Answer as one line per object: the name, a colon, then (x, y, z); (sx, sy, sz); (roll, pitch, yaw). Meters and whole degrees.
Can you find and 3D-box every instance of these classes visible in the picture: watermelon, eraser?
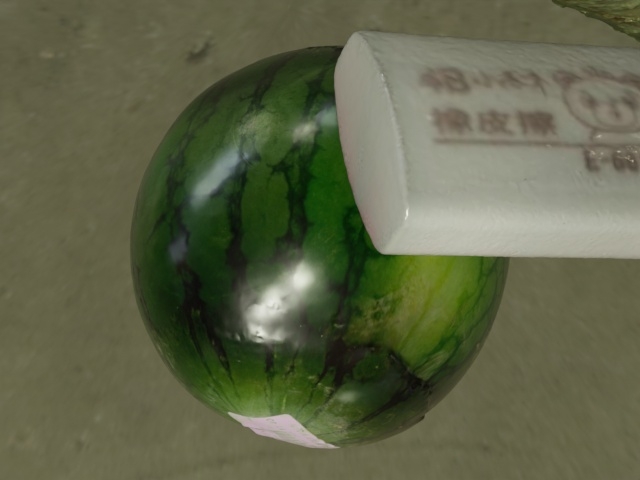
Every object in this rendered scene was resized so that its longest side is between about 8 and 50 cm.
watermelon: (0.000, 0.000, 1.665); (0.363, 0.363, 0.363); (0, 97, -1)
eraser: (0.156, -0.070, 1.403); (0.270, 0.095, 0.174); (1, 55, -21)

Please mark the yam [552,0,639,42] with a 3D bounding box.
yam: (0.216, -0.201, 1.179); (0.168, 0.304, 0.168); (-2, 86, 29)
